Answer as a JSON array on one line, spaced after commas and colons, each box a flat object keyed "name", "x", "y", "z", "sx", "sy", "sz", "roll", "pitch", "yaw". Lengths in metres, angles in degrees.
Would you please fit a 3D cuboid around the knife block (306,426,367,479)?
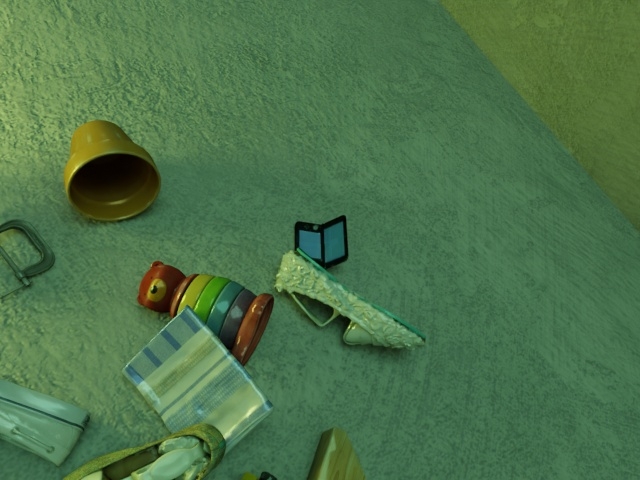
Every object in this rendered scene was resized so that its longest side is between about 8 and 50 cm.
[{"name": "knife block", "x": -0.010, "y": 0.554, "z": 1.008, "sx": 0.242, "sy": 0.088, "sz": 0.275, "roll": -14, "pitch": 68, "yaw": -28}]

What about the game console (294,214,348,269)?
[{"name": "game console", "x": 0.000, "y": 0.000, "z": 1.340, "sx": 0.124, "sy": 0.085, "sz": 0.143, "roll": 9, "pitch": 58, "yaw": -17}]

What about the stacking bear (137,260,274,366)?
[{"name": "stacking bear", "x": -0.266, "y": 0.144, "z": 1.112, "sx": 0.289, "sy": 0.164, "sz": 0.175, "roll": 23, "pitch": 92, "yaw": 5}]

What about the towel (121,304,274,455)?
[{"name": "towel", "x": -0.253, "y": 0.303, "z": 1.019, "sx": 0.209, "sy": 0.034, "sz": 0.285, "roll": -42, "pitch": 83, "yaw": 7}]

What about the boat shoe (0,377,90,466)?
[{"name": "boat shoe", "x": -0.625, "y": 0.323, "z": 0.892, "sx": 0.367, "sy": 0.136, "sz": 0.156, "roll": 27, "pitch": 58, "yaw": -16}]

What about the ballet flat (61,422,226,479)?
[{"name": "ballet flat", "x": -0.339, "y": 0.431, "z": 0.893, "sx": 0.349, "sy": 0.123, "sz": 0.123, "roll": -20, "pitch": 69, "yaw": -16}]

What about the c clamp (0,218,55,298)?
[{"name": "c clamp", "x": -0.661, "y": 0.029, "z": 1.087, "sx": 0.137, "sy": 0.022, "sz": 0.160, "roll": -29, "pitch": 82, "yaw": -43}]

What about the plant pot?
[{"name": "plant pot", "x": -0.510, "y": -0.182, "z": 1.197, "sx": 0.205, "sy": 0.205, "sz": 0.187, "roll": -13, "pitch": 51, "yaw": -27}]

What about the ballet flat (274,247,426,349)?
[{"name": "ballet flat", "x": 0.060, "y": 0.176, "z": 1.252, "sx": 0.409, "sy": 0.147, "sz": 0.147, "roll": 34, "pitch": 55, "yaw": 4}]

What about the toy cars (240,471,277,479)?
[{"name": "toy cars", "x": -0.175, "y": 0.547, "z": 0.927, "sx": 0.394, "sy": 0.087, "sz": 0.176, "roll": -14, "pitch": 51, "yaw": -10}]
